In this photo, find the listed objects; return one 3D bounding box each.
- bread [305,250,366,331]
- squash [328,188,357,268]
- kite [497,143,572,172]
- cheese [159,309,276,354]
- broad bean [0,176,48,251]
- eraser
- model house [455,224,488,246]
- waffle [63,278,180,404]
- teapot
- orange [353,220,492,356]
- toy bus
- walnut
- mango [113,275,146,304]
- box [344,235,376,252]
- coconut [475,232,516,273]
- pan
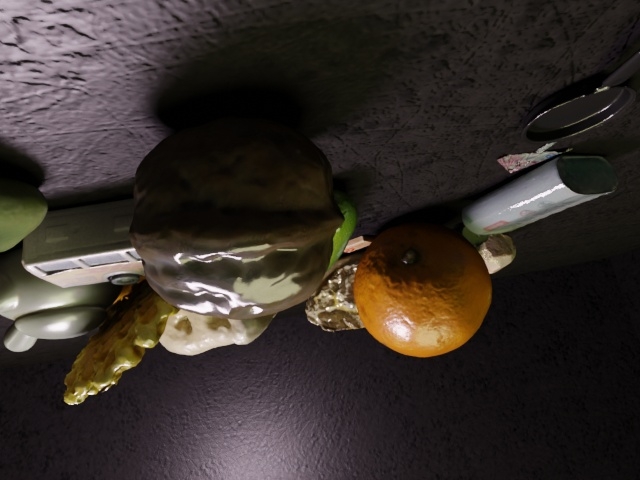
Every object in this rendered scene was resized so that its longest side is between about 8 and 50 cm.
[{"bbox_3d":[0.124,0.139,1.306,0.316,0.211,0.270,-6,175,13],"label":"bread"},{"bbox_3d":[0.000,0.000,0.850,0.102,0.101,0.378,-8,162,-12],"label":"squash"},{"bbox_3d":[0.353,-0.141,0.744,0.139,0.011,0.156,-10,167,-13],"label":"kite"},{"bbox_3d":[-0.208,0.125,0.950,0.252,0.173,0.248,-26,-175,25],"label":"cheese"},{"bbox_3d":[-0.408,-0.022,0.459,0.228,0.100,0.169,-4,172,-32],"label":"broad bean"},{"bbox_3d":[0.414,-0.082,0.876,0.174,0.081,0.227,-9,166,-30],"label":"eraser"},{"bbox_3d":[0.382,-0.016,1.189,0.079,0.066,0.083,-18,-174,-17],"label":"model house"},{"bbox_3d":[-0.319,0.133,0.786,0.312,0.307,0.060,-35,114,22],"label":"waffle"},{"bbox_3d":[-0.467,0.107,0.809,0.220,0.148,0.318,-3,163,-23],"label":"teapot"},{"bbox_3d":[0.225,0.105,1.026,0.313,0.311,0.312,-10,166,-3],"label":"orange"},{"bbox_3d":[-0.225,-0.010,0.651,0.343,0.097,0.138,-9,159,-1],"label":"toy bus"},{"bbox_3d":[-0.083,-0.022,0.479,0.225,0.224,0.224,-10,166,-3],"label":"walnut"},{"bbox_3d":[-0.369,0.136,1.055,0.253,0.125,0.154,-11,159,14],"label":"mango"},{"bbox_3d":[0.086,0.010,1.125,0.093,0.015,0.058,-22,161,38],"label":"box"},{"bbox_3d":[0.502,0.034,1.342,0.116,0.116,0.122,-9,162,-7],"label":"coconut"},{"bbox_3d":[0.327,-0.175,0.541,0.136,0.028,0.235,-12,169,2],"label":"pan"}]
